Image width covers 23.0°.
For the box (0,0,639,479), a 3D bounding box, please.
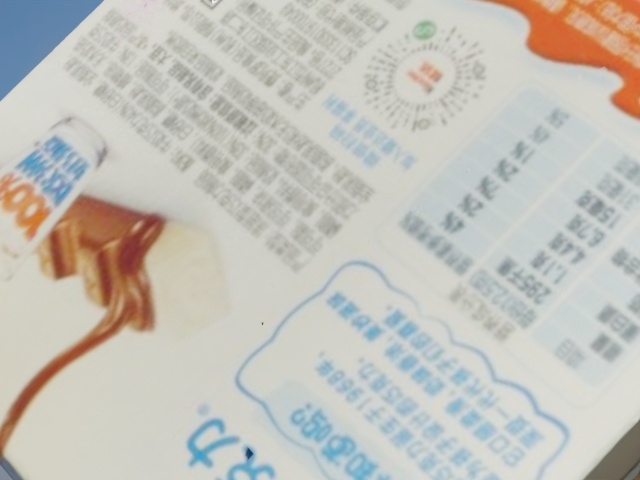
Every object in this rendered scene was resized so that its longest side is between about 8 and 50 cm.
[{"bbox_3d":[0.000,0.000,0.544,0.265,0.273,0.048,-45,-31,-6],"label":"box"}]
